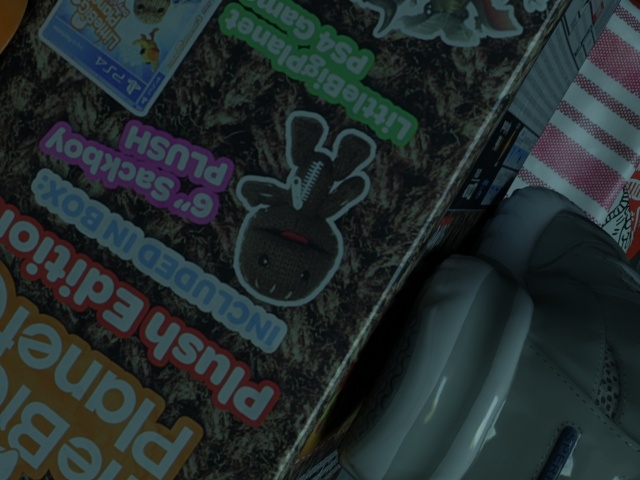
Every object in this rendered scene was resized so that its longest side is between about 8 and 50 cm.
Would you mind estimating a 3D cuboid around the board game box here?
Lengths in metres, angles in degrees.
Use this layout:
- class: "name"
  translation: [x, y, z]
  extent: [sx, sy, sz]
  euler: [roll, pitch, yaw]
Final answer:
- class: "board game box"
  translation: [-0.023, -0.014, 0.646]
  extent: [0.291, 0.141, 0.232]
  euler: [-60, 172, 5]

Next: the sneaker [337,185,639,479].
- class: "sneaker"
  translation: [0.087, 0.058, 0.654]
  extent: [0.105, 0.115, 0.281]
  euler: [-61, 172, 16]

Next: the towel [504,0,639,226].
- class: "towel"
  translation: [0.082, -0.043, 0.857]
  extent: [0.144, 0.029, 0.197]
  euler: [34, 88, -20]

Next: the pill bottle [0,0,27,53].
- class: "pill bottle"
  translation: [-0.157, -0.132, 0.453]
  extent: [0.130, 0.130, 0.245]
  euler: [-46, 147, -14]

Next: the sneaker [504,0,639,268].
- class: "sneaker"
  translation: [0.130, -0.062, 0.923]
  extent: [0.145, 0.090, 0.270]
  euler: [-18, 135, -47]
